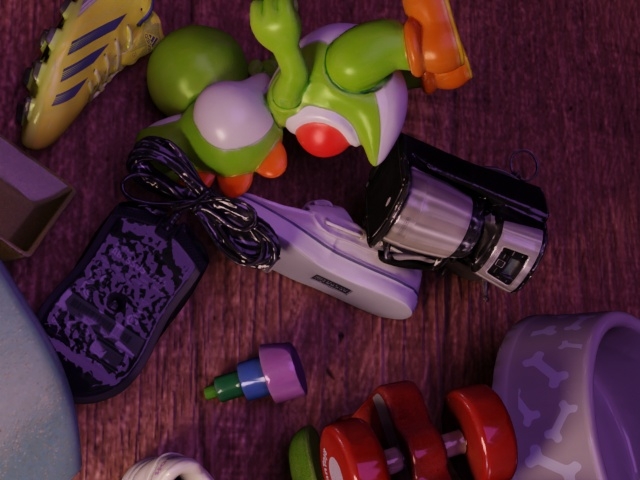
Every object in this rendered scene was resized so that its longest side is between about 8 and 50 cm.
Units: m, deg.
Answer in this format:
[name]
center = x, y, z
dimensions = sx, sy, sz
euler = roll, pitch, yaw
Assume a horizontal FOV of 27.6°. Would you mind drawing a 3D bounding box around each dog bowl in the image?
[dog bowl]
center = 0.316, 0.233, 1.394
dimensions = 0.349, 0.102, 0.348
euler = 32, 48, -43

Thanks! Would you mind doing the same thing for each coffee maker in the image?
[coffee maker]
center = 0.148, -0.042, 1.403
dimensions = 0.178, 0.120, 0.171
euler = 21, 57, -16

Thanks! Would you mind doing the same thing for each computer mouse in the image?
[computer mouse]
center = -0.186, 0.049, 1.331
dimensions = 0.188, 0.072, 0.272
euler = 39, 82, -4

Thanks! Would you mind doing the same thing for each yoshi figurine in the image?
[yoshi figurine]
center = -0.037, -0.187, 1.372
dimensions = 0.362, 0.203, 0.203
euler = -21, 123, 7

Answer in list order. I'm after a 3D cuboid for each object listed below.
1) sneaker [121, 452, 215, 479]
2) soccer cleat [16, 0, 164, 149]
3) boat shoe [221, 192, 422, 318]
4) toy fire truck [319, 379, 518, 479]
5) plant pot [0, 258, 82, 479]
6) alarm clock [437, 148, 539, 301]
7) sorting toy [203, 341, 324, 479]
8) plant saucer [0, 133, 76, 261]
[sneaker]
center = -0.112, 0.349, 1.255
dimensions = 0.114, 0.152, 0.305
euler = -18, 81, -29
[soccer cleat]
center = -0.227, -0.215, 1.384
dimensions = 0.121, 0.093, 0.289
euler = 29, 69, -19
[boat shoe]
center = 0.000, 0.000, 1.431
dimensions = 0.258, 0.095, 0.084
euler = 29, 65, -24
[toy fire truck]
center = 0.098, 0.291, 1.280
dimensions = 0.169, 0.254, 0.302
euler = -13, 70, -18
[plant pot]
center = -0.359, 0.155, 1.171
dimensions = 0.248, 0.247, 0.252
euler = -43, 109, -24
[alarm clock]
center = 0.199, -0.032, 1.522
dimensions = 0.129, 0.064, 0.192
euler = 41, 70, -8
[sorting toy]
center = -0.041, 0.292, 1.352
dimensions = 0.126, 0.127, 0.365
euler = -17, 81, 6
[plant saucer]
center = -0.348, -0.058, 1.278
dimensions = 0.188, 0.188, 0.045
euler = 37, 110, -10
